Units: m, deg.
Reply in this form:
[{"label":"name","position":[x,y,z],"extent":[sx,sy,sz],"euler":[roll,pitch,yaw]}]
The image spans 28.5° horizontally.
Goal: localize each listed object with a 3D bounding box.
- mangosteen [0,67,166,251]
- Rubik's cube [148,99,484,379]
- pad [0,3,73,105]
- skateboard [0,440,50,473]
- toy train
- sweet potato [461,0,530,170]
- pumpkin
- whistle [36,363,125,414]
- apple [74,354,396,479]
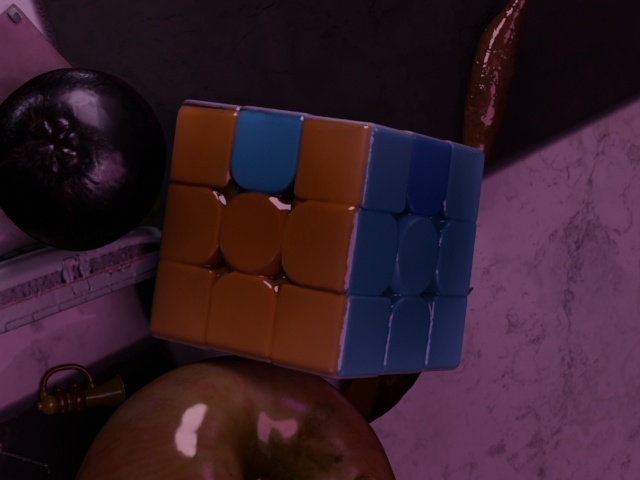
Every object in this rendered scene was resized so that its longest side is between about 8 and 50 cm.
[{"label":"mangosteen","position":[-0.281,-0.097,1.478],"extent":[0.216,0.216,0.216],"euler":[-3,96,-31]},{"label":"Rubik's cube","position":[0.000,0.000,1.550],"extent":[0.290,0.291,0.292],"euler":[7,91,-55]},{"label":"pad","position":[-0.391,-0.179,1.504],"extent":[0.188,0.006,0.113],"euler":[-50,117,-18]},{"label":"skateboard","position":[-0.377,0.281,1.546],"extent":[0.083,0.032,0.064],"euler":[22,93,-29]},{"label":"toy train","position":[-0.326,0.042,1.521],"extent":[0.407,0.086,0.088],"euler":[-20,102,-29]},{"label":"sweet potato","position":[0.244,-0.220,1.860],"extent":[0.072,0.066,0.314],"euler":[16,89,-25]},{"label":"pumpkin","position":[0.117,0.115,1.767],"extent":[0.169,0.148,0.312],"euler":[-5,101,-27]},{"label":"whistle","position":[-0.300,0.188,1.576],"extent":[0.109,0.046,0.057],"euler":[-1,110,-26]},{"label":"apple","position":[-0.115,0.341,1.511],"extent":[0.391,0.346,0.392],"euler":[14,49,-18]}]
